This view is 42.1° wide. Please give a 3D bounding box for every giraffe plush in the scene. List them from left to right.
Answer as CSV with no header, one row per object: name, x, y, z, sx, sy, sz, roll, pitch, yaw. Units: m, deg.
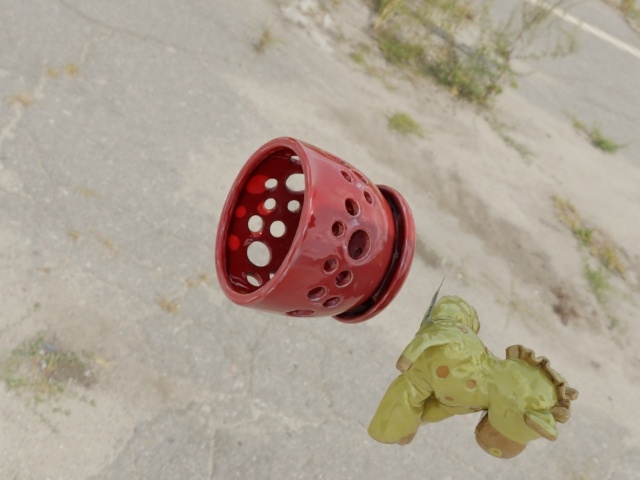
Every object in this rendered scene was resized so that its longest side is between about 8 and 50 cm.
giraffe plush,0.170,0.150,0.859,0.170,0.210,0.181,28,51,13

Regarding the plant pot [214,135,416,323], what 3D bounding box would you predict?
plant pot,0.000,0.000,0.933,0.174,0.191,0.191,20,35,-31
